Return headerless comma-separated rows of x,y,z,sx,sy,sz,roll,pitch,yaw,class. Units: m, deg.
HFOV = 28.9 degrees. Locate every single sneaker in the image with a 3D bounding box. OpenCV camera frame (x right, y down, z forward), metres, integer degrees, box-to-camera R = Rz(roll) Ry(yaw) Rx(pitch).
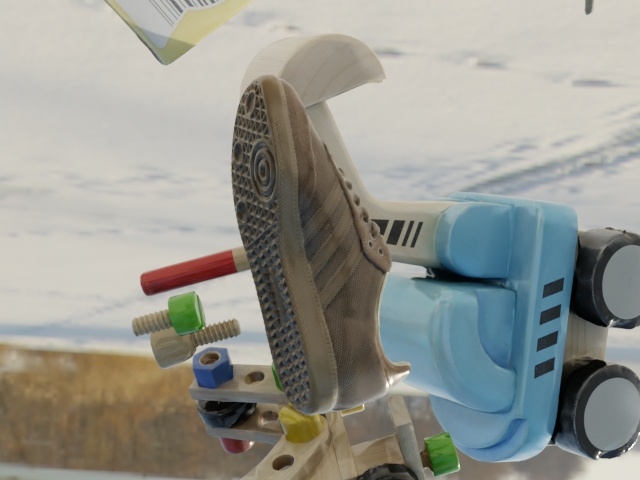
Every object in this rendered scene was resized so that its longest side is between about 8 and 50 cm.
0.000,0.000,0.692,0.071,0.188,0.066,-7,175,-28,sneaker

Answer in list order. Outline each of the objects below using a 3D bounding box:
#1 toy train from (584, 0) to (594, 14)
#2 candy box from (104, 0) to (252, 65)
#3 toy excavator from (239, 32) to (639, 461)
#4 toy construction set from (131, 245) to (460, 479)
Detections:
0.082,-0.177,0.505,0.143,0.105,0.248,-13,140,-17,toy train
-0.010,-0.257,0.643,0.316,0.183,0.087,-36,144,4,candy box
0.122,0.021,1.297,0.445,0.432,0.222,2,-175,-31,toy excavator
-0.011,0.147,1.110,0.237,0.308,0.257,-16,-175,7,toy construction set
